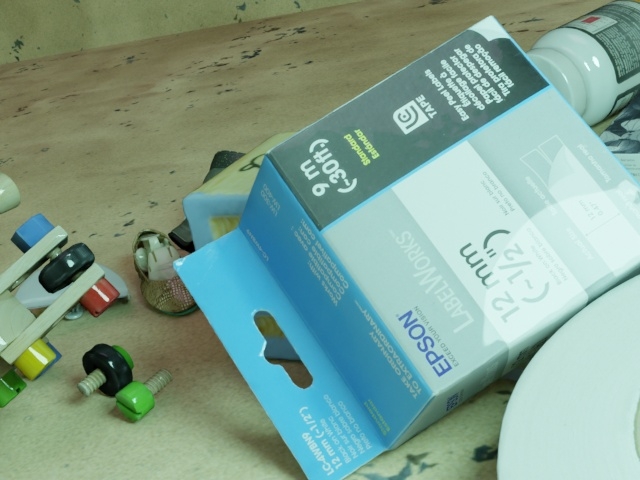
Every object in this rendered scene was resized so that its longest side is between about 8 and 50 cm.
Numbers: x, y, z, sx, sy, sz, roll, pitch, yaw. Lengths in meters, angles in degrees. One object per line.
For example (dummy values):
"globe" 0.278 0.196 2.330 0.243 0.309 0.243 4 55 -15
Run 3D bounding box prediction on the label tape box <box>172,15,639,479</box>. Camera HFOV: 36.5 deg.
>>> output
"label tape box" 0.074 0.008 0.813 0.348 0.249 0.115 -32 -20 -8

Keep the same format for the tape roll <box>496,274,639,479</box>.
"tape roll" 0.305 0.134 0.603 0.392 0.072 0.392 -18 31 11

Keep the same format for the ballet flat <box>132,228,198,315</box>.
"ballet flat" -0.206 0.033 1.247 0.073 0.067 0.206 -21 23 -19

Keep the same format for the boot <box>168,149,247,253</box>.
"boot" -0.075 -0.032 1.300 0.247 0.083 0.161 6 59 30

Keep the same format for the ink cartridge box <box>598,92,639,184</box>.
"ink cartridge box" 0.488 -0.151 1.308 0.166 0.065 0.333 2 25 34

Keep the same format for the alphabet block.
"alphabet block" 0.000 0.000 1.045 0.193 0.193 0.197 1 26 28

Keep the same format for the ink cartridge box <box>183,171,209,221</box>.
"ink cartridge box" -0.084 -0.070 1.457 0.208 0.045 0.206 -9 23 10

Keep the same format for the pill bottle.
"pill bottle" 0.416 -0.265 1.493 0.278 0.162 0.162 -28 26 -33

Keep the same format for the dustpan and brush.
"dustpan and brush" -0.332 0.059 1.290 0.147 0.060 0.211 -7 26 -13

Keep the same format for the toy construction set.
"toy construction set" -0.356 0.080 0.946 0.258 0.308 0.237 -3 28 44

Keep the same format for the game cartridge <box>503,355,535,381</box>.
"game cartridge" 0.353 0.083 0.824 0.355 0.068 0.230 10 27 45
